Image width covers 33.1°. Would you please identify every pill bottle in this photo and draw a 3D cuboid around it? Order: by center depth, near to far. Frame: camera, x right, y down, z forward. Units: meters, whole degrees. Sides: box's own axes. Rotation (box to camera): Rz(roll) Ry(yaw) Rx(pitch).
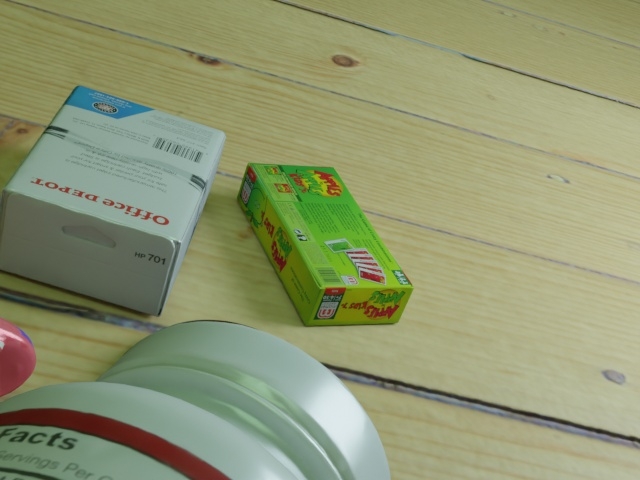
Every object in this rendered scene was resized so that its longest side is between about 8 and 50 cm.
[{"bbox_3d":[-0.114,0.203,0.421,0.229,0.229,0.407,27,32,9],"label":"pill bottle"}]

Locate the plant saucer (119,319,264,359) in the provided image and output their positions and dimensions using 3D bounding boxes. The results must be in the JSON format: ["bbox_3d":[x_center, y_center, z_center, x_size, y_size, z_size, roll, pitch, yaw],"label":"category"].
[{"bbox_3d":[-0.066,0.110,0.775,0.169,0.029,0.168,15,32,-10],"label":"plant saucer"}]

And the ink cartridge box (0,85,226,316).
[{"bbox_3d":[-0.168,-0.038,0.887,0.140,0.082,0.190,18,34,-4],"label":"ink cartridge box"}]

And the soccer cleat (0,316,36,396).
[{"bbox_3d":[-0.306,0.060,0.670,0.248,0.083,0.095,0,33,-25],"label":"soccer cleat"}]

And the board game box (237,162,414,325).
[{"bbox_3d":[0.000,0.000,0.960,0.092,0.043,0.181,1,37,-29],"label":"board game box"}]
